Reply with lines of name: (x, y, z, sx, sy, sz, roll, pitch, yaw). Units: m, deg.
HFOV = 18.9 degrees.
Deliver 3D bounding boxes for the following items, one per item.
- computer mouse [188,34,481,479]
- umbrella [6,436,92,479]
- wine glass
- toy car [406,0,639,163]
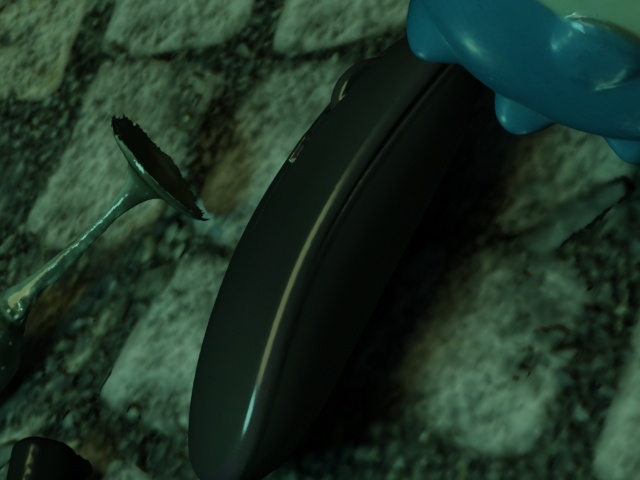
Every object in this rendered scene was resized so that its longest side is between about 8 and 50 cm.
computer mouse: (-0.001, 0.000, 0.842, 0.232, 0.057, 0.120, -62, 13, -8)
umbrella: (-0.149, 0.206, 0.863, 0.052, 0.053, 0.250, -15, 55, 36)
wine glass: (-0.172, 0.046, 0.982, 0.262, 0.074, 0.074, -42, 43, 13)
toy car: (0.123, -0.146, 0.763, 0.190, 0.188, 0.255, -51, 17, 56)
